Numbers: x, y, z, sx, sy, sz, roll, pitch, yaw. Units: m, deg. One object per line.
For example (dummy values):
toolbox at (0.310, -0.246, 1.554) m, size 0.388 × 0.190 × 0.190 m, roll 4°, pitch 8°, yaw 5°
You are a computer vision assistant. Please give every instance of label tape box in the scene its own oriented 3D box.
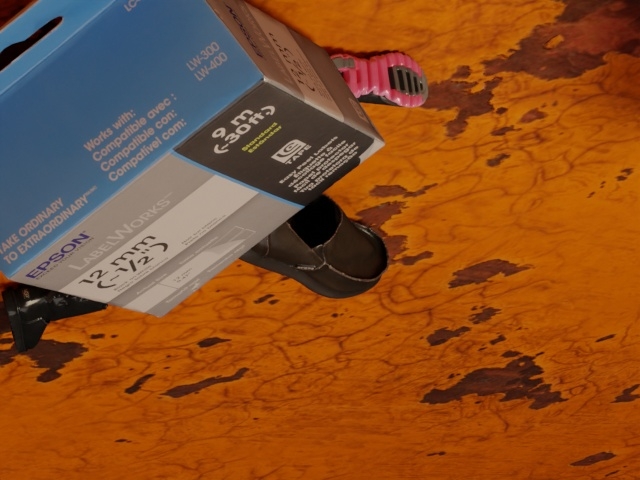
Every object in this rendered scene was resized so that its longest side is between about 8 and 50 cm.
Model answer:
label tape box at (-0.133, -0.071, 1.387) m, size 0.249 × 0.115 × 0.347 m, roll -37°, pitch 161°, yaw 14°

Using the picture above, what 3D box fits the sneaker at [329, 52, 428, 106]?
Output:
sneaker at (0.036, -0.134, 1.584) m, size 0.119 × 0.047 × 0.057 m, roll 4°, pitch 169°, yaw -34°

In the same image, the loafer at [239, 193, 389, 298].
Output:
loafer at (0.000, 0.000, 1.800) m, size 0.078 × 0.080 × 0.220 m, roll -31°, pitch 152°, yaw 33°

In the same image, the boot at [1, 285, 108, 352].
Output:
boot at (-0.261, 0.068, 1.848) m, size 0.099 × 0.045 × 0.121 m, roll -14°, pitch 156°, yaw -10°
